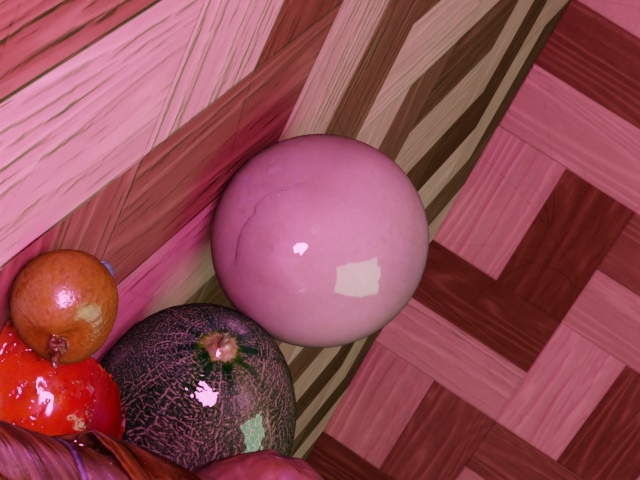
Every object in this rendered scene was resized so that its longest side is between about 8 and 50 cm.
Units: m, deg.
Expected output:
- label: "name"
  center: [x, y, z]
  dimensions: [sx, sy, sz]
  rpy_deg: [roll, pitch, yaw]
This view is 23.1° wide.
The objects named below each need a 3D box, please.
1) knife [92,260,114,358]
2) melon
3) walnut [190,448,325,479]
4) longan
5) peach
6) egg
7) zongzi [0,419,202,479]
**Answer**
- label: "knife"
  center: [-0.188, 0.092, 1.183]
  dimensions: [0.064, 0.031, 0.222]
  rpy_deg: [-44, 162, -41]
- label: "melon"
  center: [-0.113, 0.157, 1.316]
  dimensions: [0.182, 0.182, 0.287]
  rpy_deg: [-49, 174, -42]
- label: "walnut"
  center: [-0.071, 0.257, 1.146]
  dimensions: [0.224, 0.224, 0.224]
  rpy_deg: [-55, 172, -12]
- label: "longan"
  center: [-0.162, 0.045, 0.987]
  dimensions: [0.083, 0.075, 0.075]
  rpy_deg: [-89, -161, -45]
- label: "peach"
  center: [-0.186, 0.130, 1.076]
  dimensions: [0.127, 0.092, 0.172]
  rpy_deg: [-62, 174, -50]
- label: "egg"
  center: [0.000, 0.000, 1.364]
  dimensions: [0.186, 0.187, 0.253]
  rpy_deg: [-58, 174, 11]
- label: "zongzi"
  center: [-0.228, 0.219, 0.936]
  dimensions: [0.300, 0.138, 0.286]
  rpy_deg: [30, 101, -42]
